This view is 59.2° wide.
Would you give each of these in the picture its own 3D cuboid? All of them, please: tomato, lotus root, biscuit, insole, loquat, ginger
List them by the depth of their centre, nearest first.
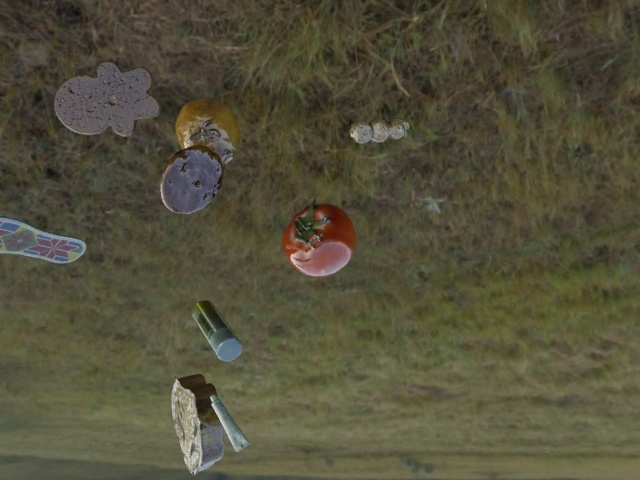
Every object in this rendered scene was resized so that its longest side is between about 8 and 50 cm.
[{"bbox_3d":[-0.397,0.000,0.744,0.065,0.006,0.193,-43,150,15],"label":"insole"},{"bbox_3d":[-0.503,-0.330,1.330,0.236,0.180,0.039,-13,-173,-10],"label":"biscuit"},{"bbox_3d":[-0.362,-0.168,1.596,0.036,0.212,0.212,35,-173,35],"label":"biscuit"},{"bbox_3d":[-0.355,-0.341,1.795,0.193,0.239,0.238,-17,161,4],"label":"loquat"},{"bbox_3d":[0.195,-0.370,1.900,0.203,0.080,0.104,-11,-164,-24],"label":"ginger"},{"bbox_3d":[0.000,0.000,1.914,0.255,0.256,0.224,-12,148,25],"label":"tomato"},{"bbox_3d":[-0.472,0.703,2.144,0.111,0.376,0.390,0,-165,-32],"label":"lotus root"}]

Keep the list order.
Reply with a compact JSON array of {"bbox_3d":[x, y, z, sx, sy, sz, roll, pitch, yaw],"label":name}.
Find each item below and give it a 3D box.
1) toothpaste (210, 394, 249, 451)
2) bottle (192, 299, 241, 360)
[{"bbox_3d":[-0.296,0.575,1.793,0.048,0.197,0.029,-34,159,-9],"label":"toothpaste"},{"bbox_3d":[-0.331,0.280,1.781,0.082,0.082,0.286,7,-165,-30],"label":"bottle"}]
